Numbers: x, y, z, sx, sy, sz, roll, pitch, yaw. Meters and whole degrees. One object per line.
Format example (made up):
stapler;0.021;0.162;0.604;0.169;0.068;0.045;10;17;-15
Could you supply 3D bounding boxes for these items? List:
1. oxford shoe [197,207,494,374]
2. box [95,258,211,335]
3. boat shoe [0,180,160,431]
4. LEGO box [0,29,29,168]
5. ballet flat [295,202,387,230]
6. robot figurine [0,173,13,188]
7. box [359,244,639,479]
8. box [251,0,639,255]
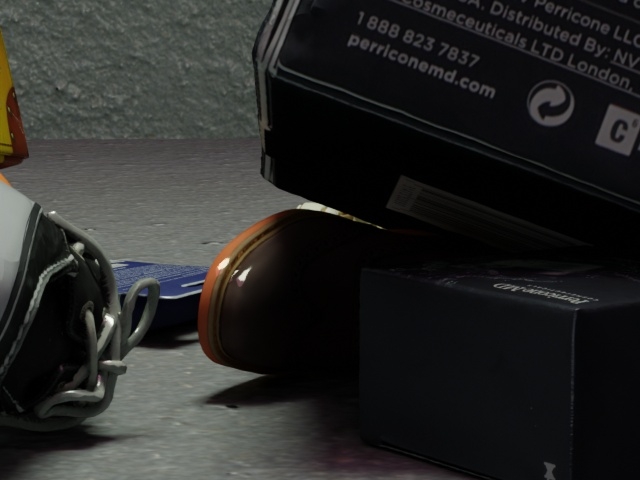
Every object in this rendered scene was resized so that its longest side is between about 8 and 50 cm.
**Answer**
oxford shoe;0.037;0.033;1.135;0.098;0.096;0.271;11;11;37
box;-0.160;0.036;1.312;0.225;0.036;0.136;3;7;29
boat shoe;-0.145;0.044;0.969;0.105;0.113;0.306;26;-8;-6
LEGO box;-0.456;-0.112;1.325;0.373;0.193;0.500;-13;-1;5
ballet flat;0.000;0.000;1.506;0.073;0.067;0.206;4;8;19
robot figurine;-0.270;0.008;1.160;0.219;0.158;0.128;-7;45;-46
box;0.126;0.059;0.930;0.158;0.093;0.156;-6;9;-36
box;0.177;-0.228;1.158;0.297;0.471;0.480;20;-5;1
